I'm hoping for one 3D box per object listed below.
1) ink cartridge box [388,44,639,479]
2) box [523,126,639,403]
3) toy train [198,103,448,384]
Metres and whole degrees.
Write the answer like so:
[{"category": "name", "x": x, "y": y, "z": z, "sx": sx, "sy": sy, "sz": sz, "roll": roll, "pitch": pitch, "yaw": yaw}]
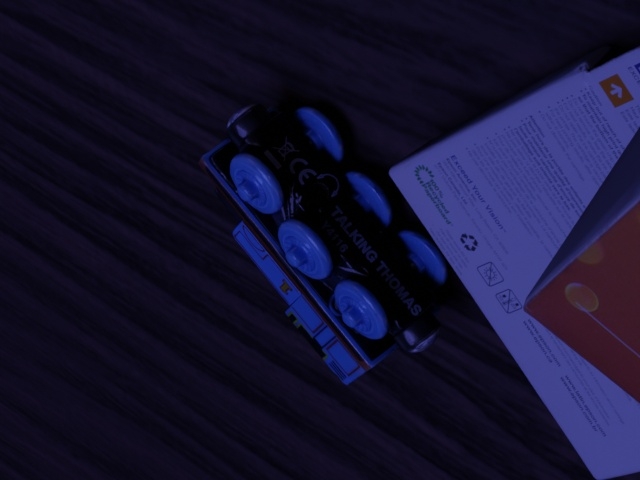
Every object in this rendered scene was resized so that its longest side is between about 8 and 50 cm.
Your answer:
[{"category": "ink cartridge box", "x": 0.168, "y": 0.012, "z": 0.966, "sx": 0.223, "sy": 0.045, "sz": 0.224, "roll": 56, "pitch": 145, "yaw": -7}, {"category": "box", "x": 0.265, "y": -0.033, "z": 0.669, "sx": 0.215, "sy": 0.168, "sz": 0.345, "roll": 39, "pitch": 147, "yaw": 0}, {"category": "toy train", "x": 0.000, "y": 0.000, "z": 1.132, "sx": 0.184, "sy": 0.080, "sz": 0.105, "roll": 50, "pitch": 153, "yaw": 2}]
